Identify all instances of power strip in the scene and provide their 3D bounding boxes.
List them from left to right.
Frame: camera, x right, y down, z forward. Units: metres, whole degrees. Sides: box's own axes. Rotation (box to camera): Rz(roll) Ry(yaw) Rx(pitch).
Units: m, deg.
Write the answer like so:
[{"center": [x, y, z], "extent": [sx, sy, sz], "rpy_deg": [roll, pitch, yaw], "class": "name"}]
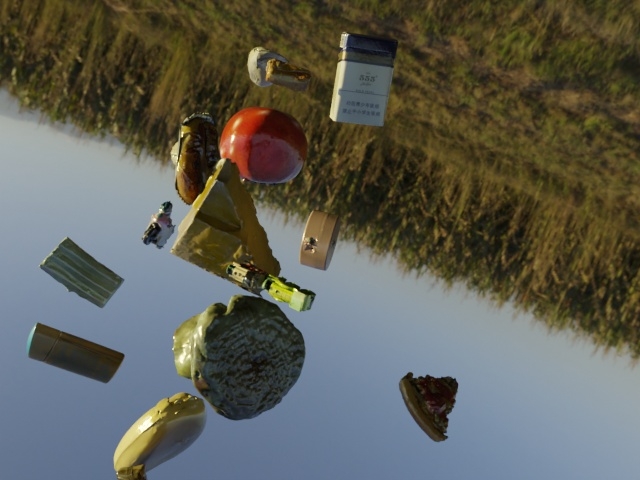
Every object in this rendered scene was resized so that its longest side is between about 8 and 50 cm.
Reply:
[{"center": [0.000, 0.000, 1.450], "extent": [0.078, 0.154, 0.154], "rpy_deg": [15, -176, 6], "class": "power strip"}]

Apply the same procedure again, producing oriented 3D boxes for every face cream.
[{"center": [-0.778, 0.357, 1.747], "extent": [0.285, 0.139, 0.067], "rpy_deg": [28, -155, -25], "class": "face cream"}]

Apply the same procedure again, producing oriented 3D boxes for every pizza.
[{"center": [0.304, 0.401, 1.437], "extent": [0.199, 0.062, 0.188], "rpy_deg": [-27, -99, -43], "class": "pizza"}]

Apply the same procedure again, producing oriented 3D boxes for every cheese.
[{"center": [-0.442, 0.546, 1.602], "extent": [0.128, 0.316, 0.259], "rpy_deg": [45, -150, 20], "class": "cheese"}]

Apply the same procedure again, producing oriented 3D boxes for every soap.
[{"center": [-0.197, -0.023, 1.546], "extent": [0.339, 0.304, 0.169], "rpy_deg": [28, -142, -20], "class": "soap"}]

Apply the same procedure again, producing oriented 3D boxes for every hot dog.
[{"center": [-0.353, -0.234, 1.603], "extent": [0.082, 0.270, 0.162], "rpy_deg": [9, -175, 17], "class": "hot dog"}]

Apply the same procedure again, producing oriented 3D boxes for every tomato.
[{"center": [-0.214, -0.354, 2.096], "extent": [0.325, 0.289, 0.293], "rpy_deg": [9, -166, -10], "class": "tomato"}]

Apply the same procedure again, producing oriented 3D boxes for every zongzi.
[{"center": [-0.498, 0.639, 1.480], "extent": [0.076, 0.083, 0.040], "rpy_deg": [-7, -160, 3], "class": "zongzi"}]

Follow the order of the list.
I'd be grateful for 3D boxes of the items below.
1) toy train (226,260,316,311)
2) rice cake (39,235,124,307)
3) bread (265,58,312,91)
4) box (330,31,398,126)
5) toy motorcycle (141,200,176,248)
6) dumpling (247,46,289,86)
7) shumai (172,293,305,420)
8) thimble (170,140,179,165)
[{"center": [-0.126, 0.106, 1.354], "extent": [0.250, 0.053, 0.085], "rpy_deg": [21, -174, 29], "class": "toy train"}, {"center": [-0.715, 0.102, 1.676], "extent": [0.237, 0.127, 0.043], "rpy_deg": [45, 172, -35], "class": "rice cake"}, {"center": [-0.093, -0.471, 1.589], "extent": [0.132, 0.053, 0.074], "rpy_deg": [13, 166, -7], "class": "bread"}, {"center": [0.129, -0.484, 1.679], "extent": [0.168, 0.259, 0.071], "rpy_deg": [4, -160, -14], "class": "box"}, {"center": [-0.648, -0.065, 2.289], "extent": [0.108, 0.204, 0.239], "rpy_deg": [24, 174, -14], "class": "toy motorcycle"}, {"center": [-0.199, -0.680, 2.182], "extent": [0.173, 0.142, 0.247], "rpy_deg": [2, 177, -14], "class": "dumpling"}, {"center": [-0.229, 0.270, 1.400], "extent": [0.304, 0.309, 0.263], "rpy_deg": [-5, -171, -41], "class": "shumai"}, {"center": [-0.504, -0.331, 2.124], "extent": [0.090, 0.102, 0.115], "rpy_deg": [16, -146, 34], "class": "thimble"}]
